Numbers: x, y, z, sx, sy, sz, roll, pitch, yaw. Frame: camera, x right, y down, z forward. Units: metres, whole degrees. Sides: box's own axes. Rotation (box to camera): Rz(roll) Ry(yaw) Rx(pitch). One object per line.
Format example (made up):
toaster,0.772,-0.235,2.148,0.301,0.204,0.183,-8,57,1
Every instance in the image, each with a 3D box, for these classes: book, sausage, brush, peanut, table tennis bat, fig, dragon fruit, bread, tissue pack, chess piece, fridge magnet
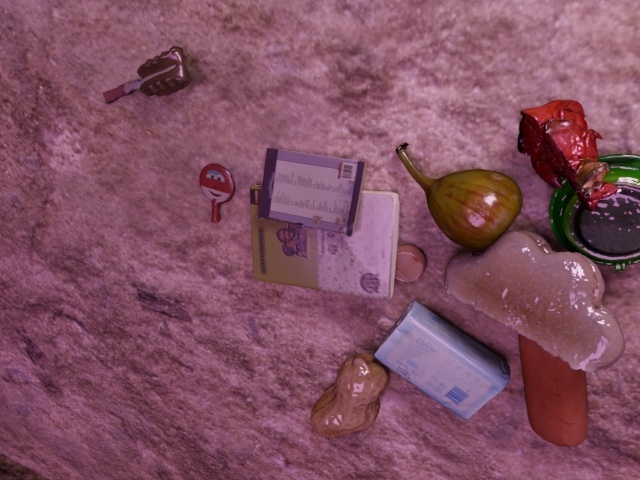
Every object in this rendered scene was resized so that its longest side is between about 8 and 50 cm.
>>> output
book,-0.023,-0.106,1.038,0.231,0.026,0.158,12,97,21
book,0.000,0.000,1.083,0.351,0.035,0.240,6,106,22
sausage,0.488,0.296,1.006,0.121,0.121,0.305,-4,115,27
brush,-0.403,-0.356,1.094,0.300,0.071,0.084,-5,99,37
peanut,0.087,0.407,1.249,0.159,0.143,0.291,13,123,-23
table tennis bat,-0.255,-0.115,1.184,0.098,0.019,0.155,18,120,15
fig,0.234,-0.089,0.896,0.259,0.151,0.151,30,126,11
dragon fruit,0.387,-0.130,0.783,0.122,0.092,0.192,-38,67,42
bread,0.391,0.088,0.885,0.337,0.101,0.183,32,115,39
tissue pack,0.277,0.276,1.115,0.263,0.089,0.177,34,125,6
chess piece,0.190,0.050,1.056,0.083,0.038,0.084,11,119,21
fridge magnet,0.504,-0.046,0.824,0.207,0.088,0.208,14,123,23
